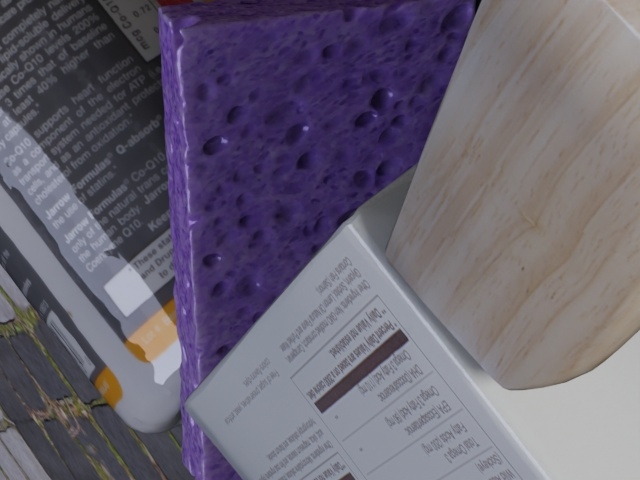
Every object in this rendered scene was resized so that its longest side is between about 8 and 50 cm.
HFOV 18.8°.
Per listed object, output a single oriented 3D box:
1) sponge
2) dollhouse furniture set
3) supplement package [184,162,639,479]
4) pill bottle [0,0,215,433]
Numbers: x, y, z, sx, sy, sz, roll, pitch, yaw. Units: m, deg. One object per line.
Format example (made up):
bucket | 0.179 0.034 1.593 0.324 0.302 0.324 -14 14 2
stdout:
sponge | 0.000 0.000 0.759 0.031 0.117 0.210 -127 31 -54
dollhouse furniture set | 0.202 0.008 0.338 0.303 0.198 0.286 47 157 14
supplement package | 0.132 0.073 0.561 0.263 0.199 0.198 52 157 5
pill bottle | -0.102 -0.064 0.877 0.278 0.162 0.162 52 157 6
